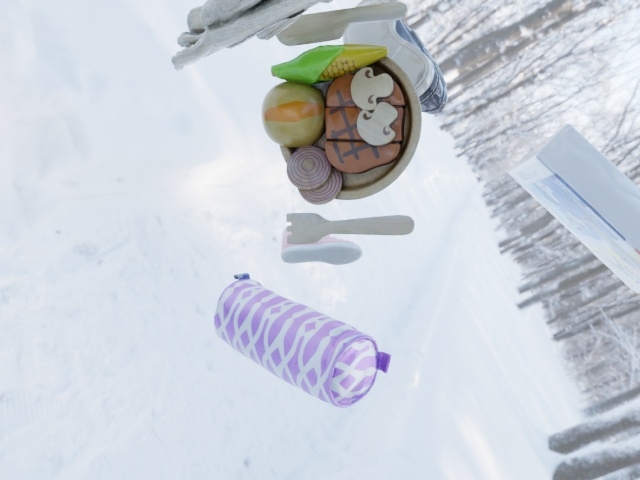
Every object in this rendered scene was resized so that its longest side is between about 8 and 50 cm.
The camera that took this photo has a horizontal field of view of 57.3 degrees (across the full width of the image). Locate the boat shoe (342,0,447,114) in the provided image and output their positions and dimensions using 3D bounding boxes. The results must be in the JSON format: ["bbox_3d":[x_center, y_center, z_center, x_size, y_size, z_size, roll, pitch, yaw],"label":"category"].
[{"bbox_3d":[0.086,-0.216,0.687,0.065,0.075,0.206,28,28,-42],"label":"boat shoe"}]

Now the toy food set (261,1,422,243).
[{"bbox_3d":[0.014,-0.093,0.469,0.038,0.132,0.192,-13,100,-69],"label":"toy food set"}]

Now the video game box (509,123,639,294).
[{"bbox_3d":[0.290,-0.022,0.596,0.205,0.048,0.187,46,11,7],"label":"video game box"}]

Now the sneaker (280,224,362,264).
[{"bbox_3d":[0.000,0.000,0.951,0.051,0.134,0.070,103,-17,-49],"label":"sneaker"}]

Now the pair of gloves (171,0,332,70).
[{"bbox_3d":[-0.004,-0.195,0.451,0.240,0.204,0.042,-81,150,-64],"label":"pair of gloves"}]

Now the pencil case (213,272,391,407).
[{"bbox_3d":[-0.031,0.108,0.647,0.206,0.087,0.088,22,12,41],"label":"pencil case"}]
